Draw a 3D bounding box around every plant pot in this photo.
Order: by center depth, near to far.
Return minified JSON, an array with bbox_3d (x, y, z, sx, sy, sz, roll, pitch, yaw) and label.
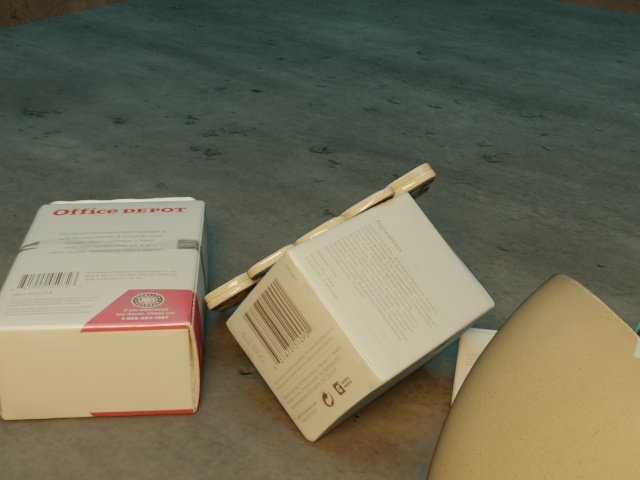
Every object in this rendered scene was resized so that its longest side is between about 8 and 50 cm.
[{"bbox_3d":[0.188,0.192,0.696,0.191,0.284,0.284,-37,32,2],"label":"plant pot"}]

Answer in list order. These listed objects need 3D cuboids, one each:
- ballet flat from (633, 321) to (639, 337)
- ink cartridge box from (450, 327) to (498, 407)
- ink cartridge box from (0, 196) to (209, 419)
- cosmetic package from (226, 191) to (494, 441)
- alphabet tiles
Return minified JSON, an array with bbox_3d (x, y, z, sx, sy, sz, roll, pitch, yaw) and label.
[{"bbox_3d":[0.522,0.098,1.005,0.400,0.139,0.139,-14,30,-17],"label":"ballet flat"},{"bbox_3d":[0.213,0.187,0.913,0.181,0.056,0.224,5,45,11],"label":"ink cartridge box"},{"bbox_3d":[-0.232,0.065,1.056,0.207,0.117,0.283,-2,28,-3],"label":"ink cartridge box"},{"bbox_3d":[0.039,0.074,0.944,0.184,0.151,0.151,-26,75,-40],"label":"cosmetic package"},{"bbox_3d":[0.000,0.000,1.064,0.284,0.021,0.278,-31,-6,-1],"label":"alphabet tiles"}]
